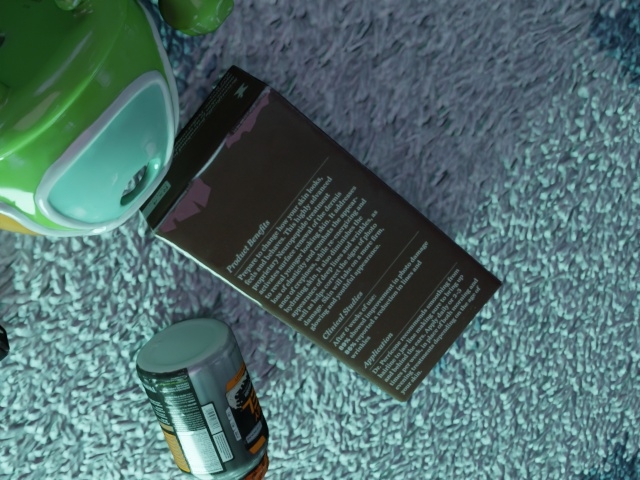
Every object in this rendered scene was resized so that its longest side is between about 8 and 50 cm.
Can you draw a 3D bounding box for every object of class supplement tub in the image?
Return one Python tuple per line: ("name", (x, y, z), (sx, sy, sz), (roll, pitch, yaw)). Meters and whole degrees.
("supplement tub", (-0.129, 0.195, 1.186), (0.117, 0.117, 0.190), (-23, 116, -12))

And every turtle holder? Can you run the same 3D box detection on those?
("turtle holder", (-0.243, -0.151, 0.977), (0.227, 0.243, 0.320), (52, 46, -42))

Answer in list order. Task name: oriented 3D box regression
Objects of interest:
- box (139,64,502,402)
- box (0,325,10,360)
("box", (0.000, 0.000, 1.155), (0.381, 0.143, 0.191), (38, 93, -30))
("box", (-0.493, 0.120, 1.049), (0.270, 0.060, 0.216), (-40, 118, -4))
